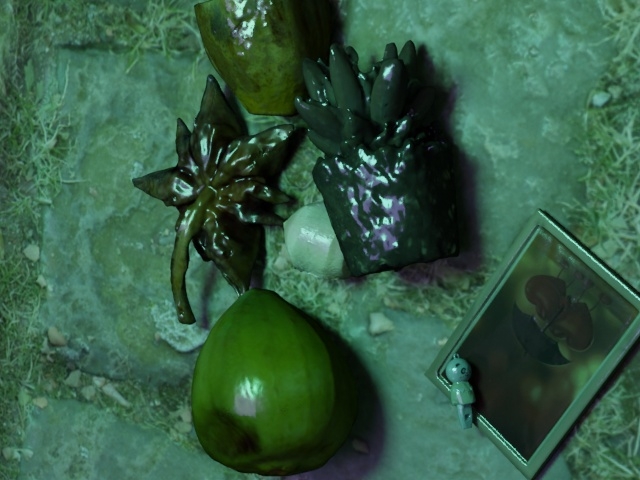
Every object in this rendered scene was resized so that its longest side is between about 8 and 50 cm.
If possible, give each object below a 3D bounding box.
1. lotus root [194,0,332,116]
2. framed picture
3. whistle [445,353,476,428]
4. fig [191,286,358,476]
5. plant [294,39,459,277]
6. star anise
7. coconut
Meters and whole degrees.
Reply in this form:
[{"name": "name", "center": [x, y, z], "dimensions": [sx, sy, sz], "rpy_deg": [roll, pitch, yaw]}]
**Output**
[{"name": "lotus root", "center": [-0.088, -0.263, 2.000], "dimensions": [0.199, 0.188, 0.180], "rpy_deg": [0, 97, 34]}, {"name": "framed picture", "center": [0.281, 0.136, 1.825], "dimensions": [0.211, 0.020, 0.289], "rpy_deg": [45, 117, 28]}, {"name": "whistle", "center": [0.188, 0.200, 1.863], "dimensions": [0.035, 0.035, 0.100], "rpy_deg": [-11, 86, 37]}, {"name": "fig", "center": [-0.068, 0.194, 1.964], "dimensions": [0.239, 0.239, 0.271], "rpy_deg": [-22, 66, 35]}, {"name": "plant", "center": [0.085, -0.118, 1.882], "dimensions": [0.181, 0.194, 0.321], "rpy_deg": [-12, 88, 24]}, {"name": "star anise", "center": [-0.161, -0.063, 2.102], "dimensions": [0.349, 0.109, 0.292], "rpy_deg": [-49, 55, 27]}, {"name": "coconut", "center": [0.000, 0.000, 1.984], "dimensions": [0.124, 0.110, 0.110], "rpy_deg": [24, 105, 27]}]
